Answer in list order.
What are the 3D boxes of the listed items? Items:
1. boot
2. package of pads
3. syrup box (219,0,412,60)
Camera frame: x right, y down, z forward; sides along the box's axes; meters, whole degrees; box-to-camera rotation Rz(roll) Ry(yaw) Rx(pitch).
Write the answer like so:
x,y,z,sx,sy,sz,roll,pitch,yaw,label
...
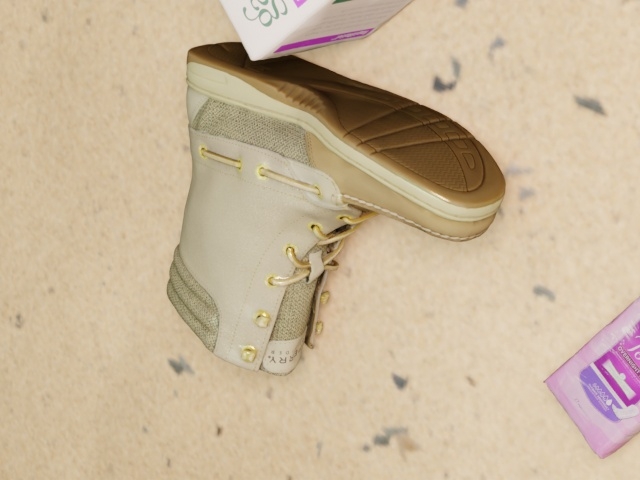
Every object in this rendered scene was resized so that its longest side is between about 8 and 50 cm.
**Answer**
x,y,z,sx,sy,sz,roll,pitch,yaw,label
0.000,0.000,0.969,0.213,0.077,0.165,28,118,37,boot
0.152,0.064,0.888,0.050,0.032,0.083,53,129,12,package of pads
0.044,-0.187,0.868,0.237,0.096,0.093,-35,79,39,syrup box
